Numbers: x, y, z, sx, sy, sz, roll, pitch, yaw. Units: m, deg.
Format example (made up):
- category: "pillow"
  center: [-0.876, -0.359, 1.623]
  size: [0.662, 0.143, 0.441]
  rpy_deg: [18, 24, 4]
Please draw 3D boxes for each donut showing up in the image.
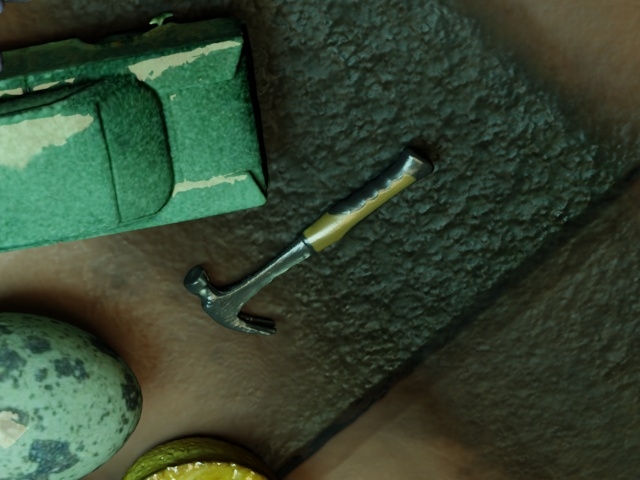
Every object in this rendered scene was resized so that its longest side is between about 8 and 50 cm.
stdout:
- category: "donut"
  center: [-0.093, 0.215, 1.523]
  size: [0.151, 0.058, 0.152]
  rpy_deg: [-5, 120, -8]

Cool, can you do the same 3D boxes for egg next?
- category: "egg"
  center: [-0.211, 0.117, 1.406]
  size: [0.172, 0.132, 0.132]
  rpy_deg: [-2, 119, -22]

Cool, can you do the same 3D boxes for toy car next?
- category: "toy car"
  center: [-0.197, -0.061, 1.328]
  size: [0.320, 0.097, 0.141]
  rpy_deg: [-10, 119, -5]

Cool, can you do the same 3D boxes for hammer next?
- category: "hammer"
  center: [0.000, 0.000, 1.443]
  size: [0.201, 0.021, 0.078]
  rpy_deg: [-35, 119, 11]

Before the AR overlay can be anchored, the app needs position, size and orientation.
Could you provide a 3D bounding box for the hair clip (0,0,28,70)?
- category: "hair clip"
  center: [-0.310, -0.172, 1.244]
  size: [0.278, 0.090, 0.137]
  rpy_deg: [7, 137, -13]
